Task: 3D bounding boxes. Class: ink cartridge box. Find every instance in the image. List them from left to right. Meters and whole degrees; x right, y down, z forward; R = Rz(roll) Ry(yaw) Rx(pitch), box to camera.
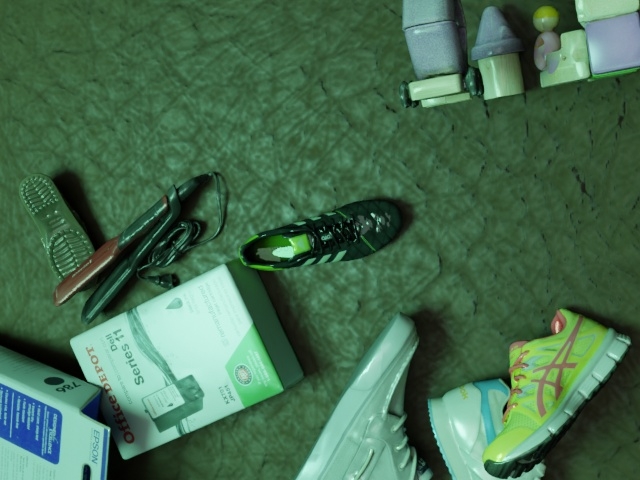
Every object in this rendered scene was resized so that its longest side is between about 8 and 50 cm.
[{"bbox_3d":[-0.344,0.215,1.046,0.333,0.065,0.165,18,108,28],"label":"ink cartridge box"},{"bbox_3d":[-0.148,0.129,1.030,0.209,0.087,0.153,-26,88,15],"label":"ink cartridge box"}]

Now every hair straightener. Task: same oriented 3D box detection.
[{"bbox_3d":[-0.192,0.013,1.058,0.230,0.047,0.089,-44,120,4],"label":"hair straightener"}]

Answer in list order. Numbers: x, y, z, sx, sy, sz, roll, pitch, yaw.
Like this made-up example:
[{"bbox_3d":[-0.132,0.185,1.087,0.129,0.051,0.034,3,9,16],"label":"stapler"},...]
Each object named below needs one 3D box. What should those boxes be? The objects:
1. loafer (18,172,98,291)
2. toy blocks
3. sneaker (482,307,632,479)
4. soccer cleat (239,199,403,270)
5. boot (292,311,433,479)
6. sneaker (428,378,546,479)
[{"bbox_3d":[-0.296,-0.012,1.076,0.056,0.050,0.147,-20,105,-4],"label":"loafer"},{"bbox_3d":[0.224,-0.270,0.808,0.309,0.288,0.259,-8,96,17],"label":"toy blocks"},{"bbox_3d":[0.213,0.146,0.919,0.094,0.081,0.208,38,58,19],"label":"sneaker"},{"bbox_3d":[0.000,0.000,0.990,0.179,0.072,0.060,-15,91,14],"label":"soccer cleat"},{"bbox_3d":[0.069,0.207,0.991,0.123,0.095,0.258,29,109,4],"label":"boot"},{"bbox_3d":[0.193,0.254,0.959,0.092,0.087,0.228,-24,91,9],"label":"sneaker"}]
